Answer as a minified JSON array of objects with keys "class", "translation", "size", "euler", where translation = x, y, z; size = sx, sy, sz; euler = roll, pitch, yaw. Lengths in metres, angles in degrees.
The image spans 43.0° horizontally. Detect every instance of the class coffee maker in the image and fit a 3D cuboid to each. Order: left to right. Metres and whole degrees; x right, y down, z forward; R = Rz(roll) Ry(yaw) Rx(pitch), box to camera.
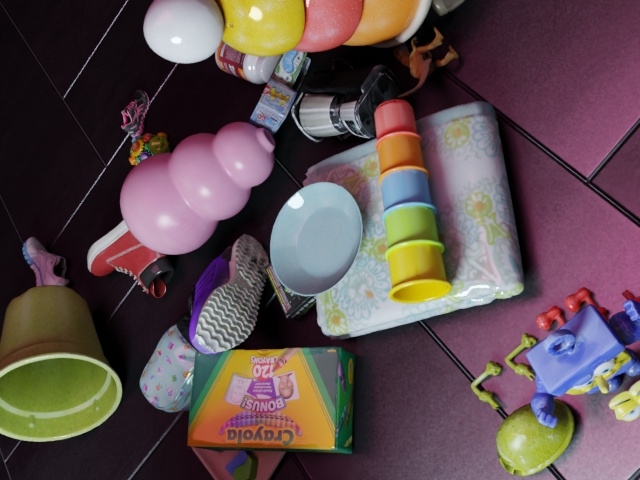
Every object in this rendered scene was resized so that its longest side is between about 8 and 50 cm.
[{"class":"coffee maker","translation":[0.056,-0.261,1.444],"size":[0.178,0.120,0.171],"euler":[7,83,48]}]

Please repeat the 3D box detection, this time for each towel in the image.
[{"class":"towel","translation":[0.139,-0.024,1.338],"size":[0.374,0.090,0.321],"euler":[-20,67,33]}]

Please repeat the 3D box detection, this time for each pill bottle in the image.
[{"class":"pill bottle","translation":[-0.143,-0.373,1.677],"size":[0.152,0.086,0.086],"euler":[29,94,42]}]

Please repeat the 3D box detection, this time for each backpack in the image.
[{"class":"backpack","translation":[-0.258,0.240,1.552],"size":[0.152,0.115,0.182],"euler":[42,106,37]}]

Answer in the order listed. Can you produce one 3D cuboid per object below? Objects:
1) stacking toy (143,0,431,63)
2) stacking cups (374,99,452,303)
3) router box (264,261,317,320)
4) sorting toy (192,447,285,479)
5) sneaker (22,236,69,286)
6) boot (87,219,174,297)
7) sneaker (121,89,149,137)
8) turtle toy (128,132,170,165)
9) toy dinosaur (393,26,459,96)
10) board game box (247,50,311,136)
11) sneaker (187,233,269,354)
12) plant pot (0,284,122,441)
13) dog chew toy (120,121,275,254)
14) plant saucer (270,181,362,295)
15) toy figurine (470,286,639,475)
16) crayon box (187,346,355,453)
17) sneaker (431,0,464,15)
[{"class":"stacking toy","translation":[-0.083,-0.421,1.334],"size":[0.479,0.351,0.350],"euler":[-29,44,-26]},{"class":"stacking cups","translation":[0.125,-0.065,1.245],"size":[0.096,0.096,0.316],"euler":[-24,62,31]},{"class":"router box","translation":[-0.042,0.071,1.481],"size":[0.092,0.038,0.122],"euler":[-41,54,21]},{"class":"sorting toy","translation":[-0.140,0.348,1.470],"size":[0.193,0.038,0.208],"euler":[40,102,40]},{"class":"sneaker","translation":[-0.658,0.055,1.975],"size":[0.083,0.071,0.191],"euler":[-42,62,13]},{"class":"boot","translation":[-0.412,0.066,1.761],"size":[0.244,0.088,0.176],"euler":[-34,74,39]},{"class":"sneaker","translation":[-0.442,-0.305,1.917],"size":[0.047,0.057,0.119],"euler":[-7,70,39]},{"class":"turtle toy","translation":[-0.384,-0.204,1.830],"size":[0.130,0.066,0.095],"euler":[-7,71,37]},{"class":"toy dinosaur","translation":[0.179,-0.300,1.398],"size":[0.112,0.064,0.211],"euler":[-39,25,17]},{"class":"board game box","translation":[-0.073,-0.287,1.538],"size":[0.194,0.060,0.194],"euler":[-63,9,4]},{"class":"sneaker","translation":[-0.191,0.120,1.487],"size":[0.146,0.102,0.293],"euler":[-31,21,29]},{"class":"plant pot","translation":[-0.578,0.242,1.737],"size":[0.276,0.276,0.254],"euler":[-43,42,20]},{"class":"dog chew toy","translation":[-0.231,-0.114,1.600],"size":[0.331,0.206,0.207],"euler":[-31,58,18]},{"class":"plant saucer","translation":[0.000,0.000,1.359],"size":[0.195,0.037,0.195],"euler":[-12,70,36]},{"class":"toy figurine","translation":[0.311,0.146,1.053],"size":[0.362,0.217,0.191],"euler":[-41,54,21]},{"class":"crayon box","translation":[-0.083,0.272,1.378],"size":[0.278,0.081,0.165],"euler":[-5,70,23]},{"class":"sneaker","translation":[0.207,-0.484,1.458],"size":[0.071,0.066,0.188],"euler":[-27,64,10]}]
